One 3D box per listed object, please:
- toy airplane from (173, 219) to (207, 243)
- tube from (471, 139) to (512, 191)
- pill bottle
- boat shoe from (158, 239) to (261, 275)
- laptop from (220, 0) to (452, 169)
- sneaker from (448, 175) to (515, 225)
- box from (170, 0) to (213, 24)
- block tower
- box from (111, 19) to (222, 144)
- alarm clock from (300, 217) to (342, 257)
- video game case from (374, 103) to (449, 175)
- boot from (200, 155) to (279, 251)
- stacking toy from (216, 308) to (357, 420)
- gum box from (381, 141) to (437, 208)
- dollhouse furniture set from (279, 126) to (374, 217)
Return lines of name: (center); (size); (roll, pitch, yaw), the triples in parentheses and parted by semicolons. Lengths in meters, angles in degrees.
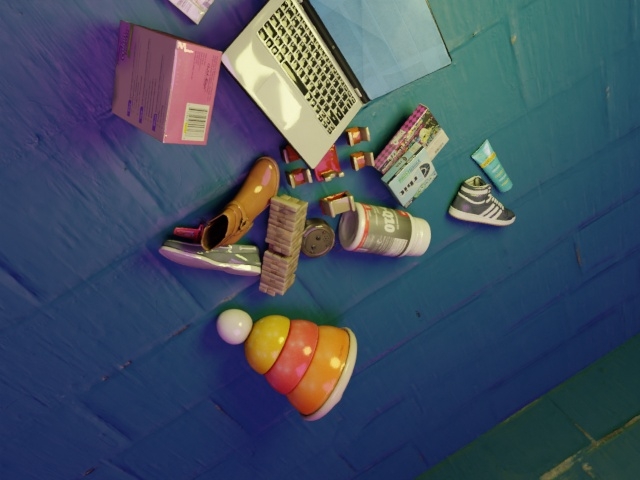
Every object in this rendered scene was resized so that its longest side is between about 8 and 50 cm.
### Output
toy airplane: (-0.385, 0.002, 1.297); (0.151, 0.028, 0.151); (-13, 124, -20)
tube: (0.622, -0.262, 1.513); (0.080, 0.052, 0.207); (-49, 116, -4)
pill bottle: (0.218, -0.030, 1.419); (0.282, 0.161, 0.162); (8, 114, -24)
boat shoe: (-0.329, 0.035, 1.289); (0.319, 0.116, 0.099); (15, 70, -30)
laptop: (0.053, -0.432, 1.009); (0.408, 0.236, 0.382); (-54, 130, -11)
sneaker: (0.619, -0.146, 1.538); (0.281, 0.099, 0.153); (5, 117, -19)
box: (-0.298, -0.638, 0.984); (0.145, 0.038, 0.186); (33, 103, -31)
block tower: (-0.119, 0.017, 1.331); (0.090, 0.097, 0.336); (20, 121, 14)
box: (-0.363, -0.363, 0.974); (0.117, 0.242, 0.214); (-12, 126, -51)
alarm clock: (0.000, 0.000, 1.418); (0.191, 0.064, 0.130); (19, 109, -30)
video game case: (0.292, -0.284, 1.338); (0.232, 0.042, 0.210); (-51, 145, 11)
boot: (-0.230, -0.103, 1.182); (0.109, 0.220, 0.284); (38, 110, 3)
stacking toy: (-0.143, 0.372, 1.473); (0.479, 0.351, 0.351); (32, 103, -11)
gum box: (0.289, -0.203, 1.345); (0.157, 0.041, 0.184); (-47, 145, 4)
dollhouse furniture set: (0.023, -0.211, 1.296); (0.261, 0.135, 0.260); (-18, 110, -10)
